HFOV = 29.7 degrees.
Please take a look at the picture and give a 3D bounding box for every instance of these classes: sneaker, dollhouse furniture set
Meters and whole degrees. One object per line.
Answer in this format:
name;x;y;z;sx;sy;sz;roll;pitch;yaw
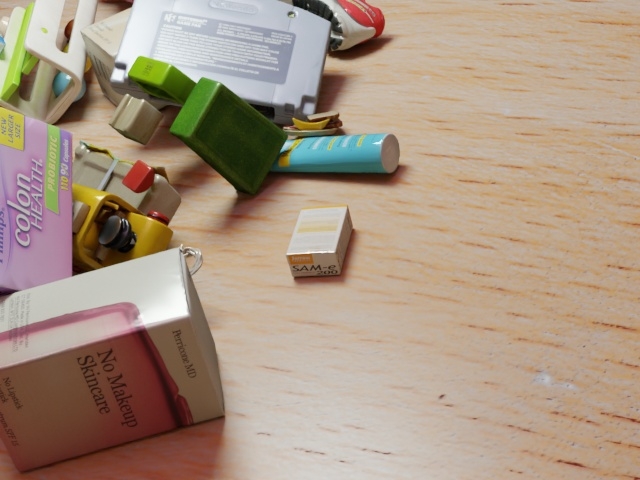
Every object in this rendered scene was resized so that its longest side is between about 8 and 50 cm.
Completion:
sneaker;0.013;-0.383;1.967;0.118;0.107;0.279;-14;39;-23
dollhouse furniture set;-0.221;-0.070;1.615;0.198;0.151;0.301;22;78;42

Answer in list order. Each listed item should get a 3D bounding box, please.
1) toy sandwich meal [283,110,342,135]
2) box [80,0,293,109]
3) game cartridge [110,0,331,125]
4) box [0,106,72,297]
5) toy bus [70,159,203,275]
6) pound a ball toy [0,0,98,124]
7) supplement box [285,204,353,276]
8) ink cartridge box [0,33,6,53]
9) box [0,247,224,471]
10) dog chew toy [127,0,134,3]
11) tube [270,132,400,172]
toy sandwich meal;-0.011;-0.163;1.685;0.086;0.029;0.085;-2;11;0
box;-0.202;-0.324;1.920;0.311;0.121;0.148;-29;37;-19
game cartridge;-0.140;-0.278;1.772;0.297;0.062;0.198;10;56;2
box;-0.410;-0.009;1.410;0.243;0.117;0.213;-20;64;36
toy bus;-0.266;-0.011;1.440;0.202;0.104;0.191;-31;54;15
pound a ball toy;-0.459;-0.309;2.006;0.208;0.136;0.319;-44;30;30
supplement box;0.000;0.000;1.470;0.062;0.036;0.098;-3;36;16
ink cartridge box;-0.601;-0.314;2.017;0.134;0.078;0.231;-57;27;7
box;-0.234;0.127;1.283;0.232;0.148;0.127;-16;36;-1
dog chew toy;-0.303;-0.510;2.160;0.332;0.206;0.206;11;42;43
tube;0.005;-0.116;1.627;0.207;0.052;0.080;1;27;32
